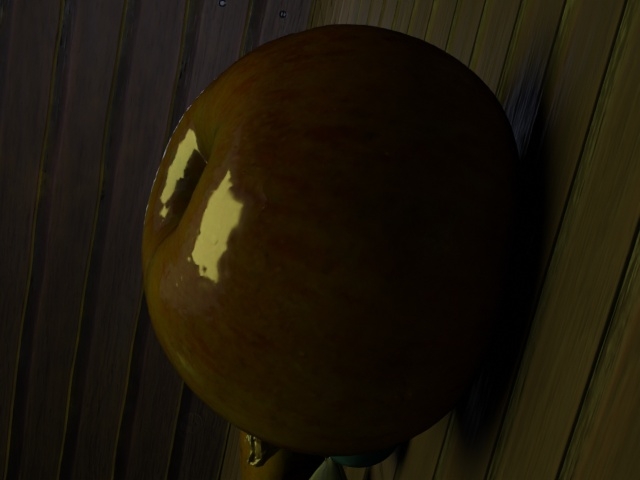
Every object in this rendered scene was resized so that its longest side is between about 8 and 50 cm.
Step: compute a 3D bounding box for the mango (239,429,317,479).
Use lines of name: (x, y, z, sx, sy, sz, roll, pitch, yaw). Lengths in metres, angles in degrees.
mango: (-0.071, 0.366, 2.296, 0.167, 0.130, 0.261, -118, 31, -66)

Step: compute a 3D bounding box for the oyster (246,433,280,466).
oyster: (-0.020, 0.200, 2.155, 0.166, 0.110, 0.341, -171, 97, -71)

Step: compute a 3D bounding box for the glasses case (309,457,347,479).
glasses case: (0.020, 0.386, 1.684, 0.308, 0.083, 0.128, -96, 23, -67)

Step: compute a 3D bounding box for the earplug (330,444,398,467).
earplug: (0.036, 0.179, 1.677, 0.273, 0.132, 0.132, -107, 27, -67)

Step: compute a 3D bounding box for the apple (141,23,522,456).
apple: (0.000, 0.000, 1.300, 0.400, 0.334, 0.400, -172, 90, -84)

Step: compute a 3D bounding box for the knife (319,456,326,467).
knife: (0.009, 0.332, 2.158, 0.023, 0.010, 0.170, -150, 71, -77)
